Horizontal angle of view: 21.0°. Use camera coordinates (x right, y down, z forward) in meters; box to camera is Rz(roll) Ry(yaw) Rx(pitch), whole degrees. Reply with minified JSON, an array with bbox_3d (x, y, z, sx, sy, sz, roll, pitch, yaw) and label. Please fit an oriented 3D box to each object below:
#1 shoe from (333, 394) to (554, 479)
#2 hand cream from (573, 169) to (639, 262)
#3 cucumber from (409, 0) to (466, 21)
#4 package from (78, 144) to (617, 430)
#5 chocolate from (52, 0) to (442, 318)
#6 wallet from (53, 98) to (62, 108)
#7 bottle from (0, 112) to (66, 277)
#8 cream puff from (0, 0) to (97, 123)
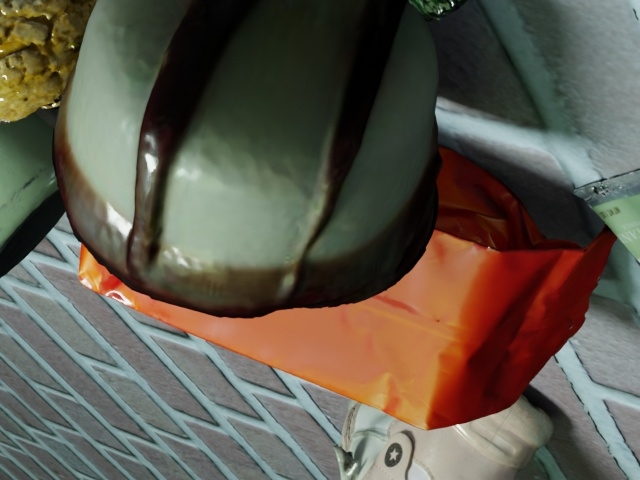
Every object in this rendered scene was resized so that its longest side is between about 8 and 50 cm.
[{"bbox_3d":[0.087,0.243,1.783,0.172,0.198,0.351,34,158,-4],"label":"shoe"},{"bbox_3d":[0.283,0.038,1.255,0.235,0.055,0.086,44,154,-14],"label":"hand cream"},{"bbox_3d":[-0.009,-0.241,0.991,0.293,0.067,0.067,42,157,-23],"label":"cucumber"},{"bbox_3d":[-0.001,-0.001,1.343,0.424,0.123,0.196,23,127,9],"label":"package"},{"bbox_3d":[-0.036,-0.101,1.131,0.284,0.283,0.186,27,139,10],"label":"chocolate"},{"bbox_3d":[-0.272,-0.165,1.582,0.244,0.025,0.124,12,150,45],"label":"wallet"},{"bbox_3d":[-0.393,-0.120,1.607,0.347,0.168,0.168,41,160,6],"label":"bottle"},{"bbox_3d":[-0.245,-0.196,1.292,0.183,0.183,0.169,12,132,42],"label":"cream puff"}]
